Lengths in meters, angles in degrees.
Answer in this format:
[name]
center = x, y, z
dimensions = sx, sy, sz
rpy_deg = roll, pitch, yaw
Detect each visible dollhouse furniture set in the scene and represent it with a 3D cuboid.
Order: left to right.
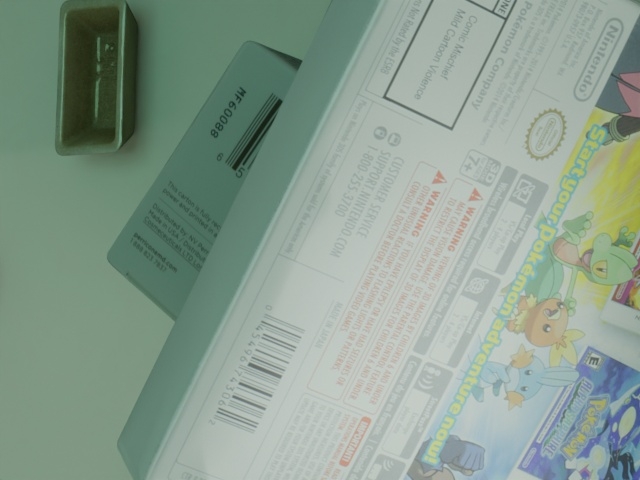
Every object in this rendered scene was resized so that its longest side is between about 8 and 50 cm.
[dollhouse furniture set]
center = -0.085, -0.095, 0.778
dimensions = 0.091, 0.081, 0.114
rpy_deg = -2, 83, 27

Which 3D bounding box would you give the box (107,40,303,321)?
[box]
center = 0.000, 0.000, 0.720
dimensions = 0.101, 0.087, 0.102
rpy_deg = 40, 103, 26

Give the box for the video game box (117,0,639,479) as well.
[video game box]
center = 0.061, 0.015, 0.642
dimensions = 0.205, 0.187, 0.048
rpy_deg = -63, 21, 7
